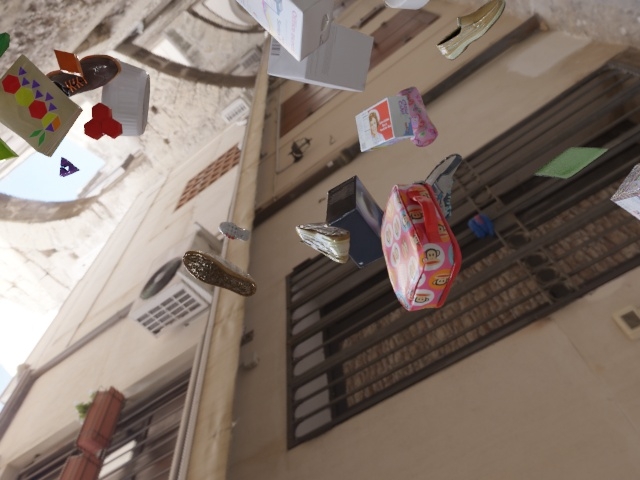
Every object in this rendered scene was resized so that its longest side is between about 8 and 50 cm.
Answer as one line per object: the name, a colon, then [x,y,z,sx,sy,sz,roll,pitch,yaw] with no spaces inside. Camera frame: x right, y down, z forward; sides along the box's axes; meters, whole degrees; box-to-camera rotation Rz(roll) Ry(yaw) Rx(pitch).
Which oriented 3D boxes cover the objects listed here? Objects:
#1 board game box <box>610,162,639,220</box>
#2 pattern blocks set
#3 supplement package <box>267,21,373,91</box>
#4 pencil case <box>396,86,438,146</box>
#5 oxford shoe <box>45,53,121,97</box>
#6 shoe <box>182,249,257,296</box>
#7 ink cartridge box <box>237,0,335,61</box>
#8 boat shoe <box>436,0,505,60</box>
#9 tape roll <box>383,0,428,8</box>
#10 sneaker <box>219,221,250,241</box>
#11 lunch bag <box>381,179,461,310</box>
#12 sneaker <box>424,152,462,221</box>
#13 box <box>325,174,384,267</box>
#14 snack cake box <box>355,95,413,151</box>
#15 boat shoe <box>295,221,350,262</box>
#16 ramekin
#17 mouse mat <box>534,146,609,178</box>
board game box: [0.985,-0.119,1.199,0.232,0.141,0.291,37,178,4]
pattern blocks set: [-0.617,-0.287,0.983,0.325,0.285,0.026,52,-177,-2]
supplement package: [0.004,-0.588,1.443,0.175,0.178,0.292,23,-159,39]
pencil case: [0.419,-0.549,2.009,0.124,0.124,0.284,35,-146,-53]
oxford shoe: [-0.737,-0.486,1.391,0.097,0.271,0.099,61,-160,-44]
shoe: [-0.276,0.089,1.253,0.218,0.077,0.058,30,-165,-15]
ink cartridge box: [-0.078,-0.493,0.905,0.212,0.093,0.154,45,168,5]
boat shoe: [0.380,-0.551,1.166,0.072,0.190,0.068,28,-134,-22]
tape roll: [0.245,-0.813,1.177,0.392,0.071,0.393,177,90,-77]
sneaker: [-0.334,-0.033,1.706,0.064,0.061,0.158,15,172,34]
lunch bag: [0.239,-0.002,1.125,0.258,0.120,0.293,94,169,-47]
sneaker: [0.341,-0.119,1.333,0.122,0.283,0.110,34,-163,8]
box: [0.178,-0.089,2.118,0.296,0.182,0.294,48,-153,-28]
snack cake box: [0.243,-0.449,1.768,0.264,0.089,0.152,179,81,-68]
boat shoe: [0.000,0.000,1.410,0.285,0.104,0.090,-155,56,-65]
ramekin: [-0.682,-0.495,1.607,0.127,0.273,0.273,6,-142,-17]
mouse mat: [0.770,-0.242,1.405,0.007,0.152,0.190,53,-177,-15]
